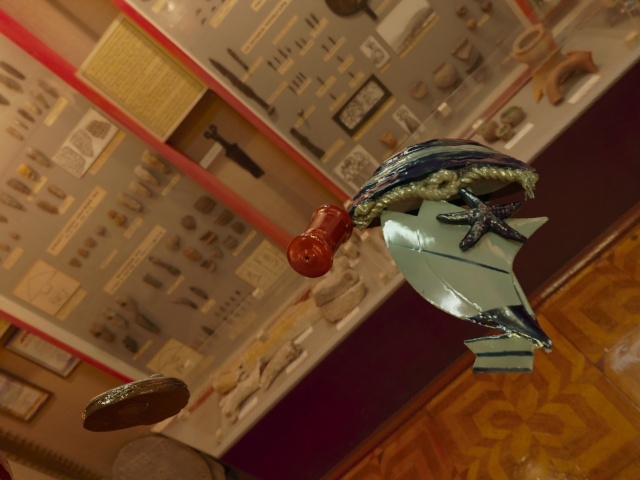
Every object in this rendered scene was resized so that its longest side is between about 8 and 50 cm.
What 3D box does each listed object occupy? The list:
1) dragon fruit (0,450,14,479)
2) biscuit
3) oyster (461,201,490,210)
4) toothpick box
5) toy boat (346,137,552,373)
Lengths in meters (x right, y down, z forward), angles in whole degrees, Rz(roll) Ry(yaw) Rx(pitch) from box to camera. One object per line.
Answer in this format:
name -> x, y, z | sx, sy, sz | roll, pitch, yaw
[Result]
dragon fruit -> -0.625, 0.404, 0.717 | 0.295, 0.301, 0.296 | -38, 30, 27
biscuit -> -0.365, 0.323, 0.977 | 0.181, 0.208, 0.049 | -51, 49, 35
oyster -> 0.170, -0.012, 0.612 | 0.122, 0.045, 0.146 | -49, 50, -7
toothpick box -> 0.000, 0.000, 0.475 | 0.047, 0.047, 0.083 | -37, 8, 29
toy boat -> 0.166, -0.011, 0.521 | 0.210, 0.070, 0.291 | -32, 50, -9
